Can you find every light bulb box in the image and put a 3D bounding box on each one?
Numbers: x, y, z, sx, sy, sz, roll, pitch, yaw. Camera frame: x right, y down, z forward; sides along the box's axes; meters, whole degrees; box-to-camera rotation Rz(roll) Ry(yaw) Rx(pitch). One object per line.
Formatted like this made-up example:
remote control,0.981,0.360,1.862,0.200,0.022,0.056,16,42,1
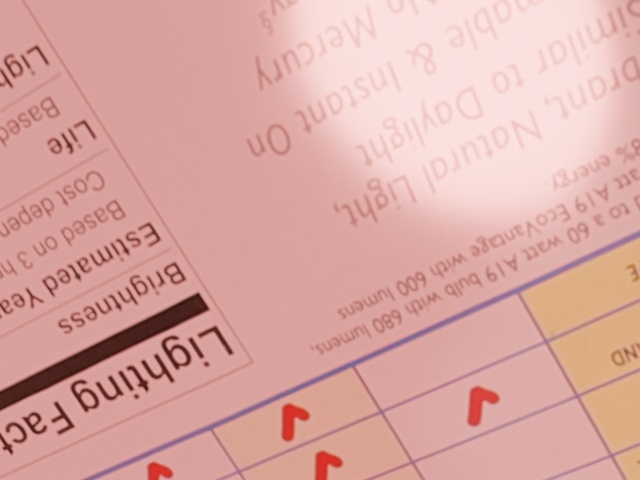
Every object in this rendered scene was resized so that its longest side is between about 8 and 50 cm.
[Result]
light bulb box,0.000,0.000,0.452,0.358,0.225,0.361,-26,104,22
